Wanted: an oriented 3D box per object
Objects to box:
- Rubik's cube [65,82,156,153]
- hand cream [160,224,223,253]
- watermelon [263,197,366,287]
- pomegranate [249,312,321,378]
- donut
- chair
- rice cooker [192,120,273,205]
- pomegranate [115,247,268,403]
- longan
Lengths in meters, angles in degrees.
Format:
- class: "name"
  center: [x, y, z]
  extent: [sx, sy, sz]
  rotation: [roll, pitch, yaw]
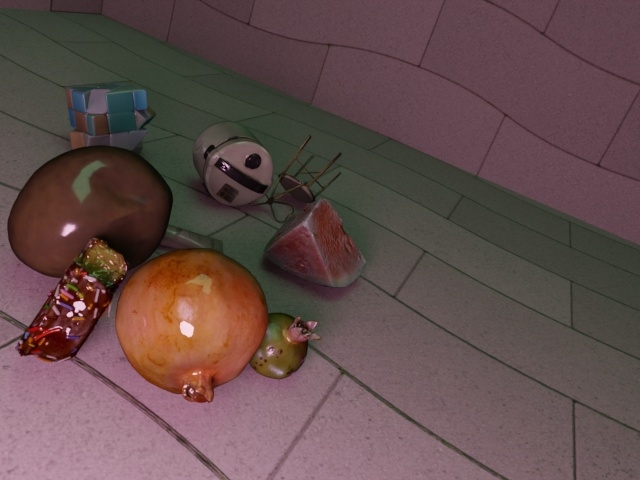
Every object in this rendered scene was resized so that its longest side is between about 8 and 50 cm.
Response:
- class: "Rubik's cube"
  center: [-0.641, -0.365, 1.768]
  extent: [0.265, 0.212, 0.224]
  rotation: [-20, 30, -39]
- class: "hand cream"
  center: [-0.329, 0.001, 1.427]
  extent: [0.186, 0.054, 0.087]
  rotation: [16, 29, -23]
- class: "watermelon"
  center: [0.000, 0.000, 1.488]
  extent: [0.262, 0.201, 0.213]
  rotation: [28, 35, 8]
- class: "pomegranate"
  center: [-0.072, 0.188, 1.108]
  extent: [0.129, 0.159, 0.129]
  rotation: [41, 14, -13]
- class: "donut"
  center: [-0.410, 0.110, 0.966]
  extent: [0.096, 0.216, 0.230]
  rotation: [33, 1, -18]
- class: "chair"
  center: [-0.079, -0.177, 1.874]
  extent: [0.160, 0.170, 0.325]
  rotation: [32, 71, 16]
- class: "rice cooker"
  center: [-0.263, -0.226, 1.730]
  extent: [0.226, 0.226, 0.244]
  rotation: [3, 27, -32]
- class: "pomegranate"
  center: [-0.215, 0.149, 0.972]
  extent: [0.229, 0.252, 0.270]
  rotation: [45, 29, -51]
- class: "longan"
  center: [-0.466, -0.059, 1.181]
  extent: [0.289, 0.288, 0.350]
  rotation: [26, 30, 14]
